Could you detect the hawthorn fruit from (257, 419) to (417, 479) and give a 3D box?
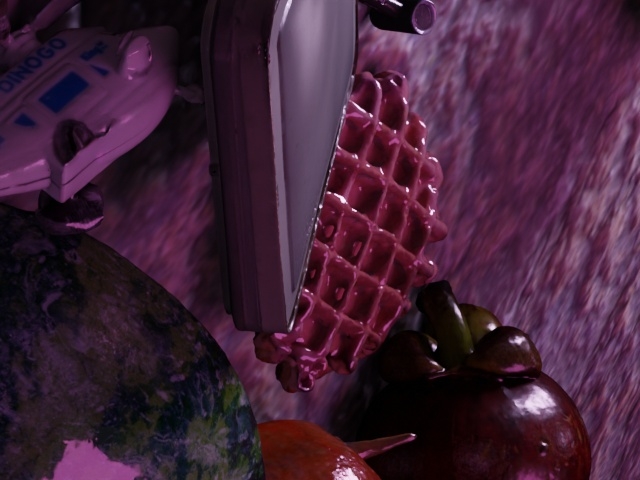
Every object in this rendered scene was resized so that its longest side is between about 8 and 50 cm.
[{"bbox_3d":[-0.018,0.240,1.465,0.262,0.210,0.210,-52,154,-33],"label":"hawthorn fruit"}]

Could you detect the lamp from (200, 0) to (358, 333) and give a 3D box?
[{"bbox_3d":[-0.015,-0.117,1.155,0.269,0.047,0.266,89,13,-48],"label":"lamp"}]

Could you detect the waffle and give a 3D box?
[{"bbox_3d":[0.020,-0.013,1.382,0.234,0.055,0.221,-33,122,-47],"label":"waffle"}]

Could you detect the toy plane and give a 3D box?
[{"bbox_3d":[-0.172,-0.046,0.986,0.273,0.107,0.182,-36,158,-50],"label":"toy plane"}]

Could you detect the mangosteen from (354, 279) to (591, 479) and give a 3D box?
[{"bbox_3d":[0.130,0.162,1.685,0.215,0.215,0.257,-4,85,-60],"label":"mangosteen"}]

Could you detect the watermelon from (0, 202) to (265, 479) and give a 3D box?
[{"bbox_3d":[-0.183,0.121,1.108,0.176,0.256,0.260,-24,-167,41],"label":"watermelon"}]

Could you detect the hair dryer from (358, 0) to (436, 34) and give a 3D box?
[{"bbox_3d":[0.039,-0.168,1.340,0.083,0.047,0.026,17,86,-45],"label":"hair dryer"}]
